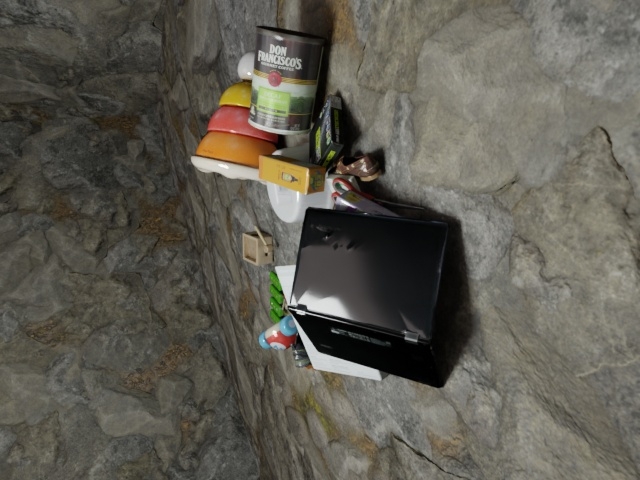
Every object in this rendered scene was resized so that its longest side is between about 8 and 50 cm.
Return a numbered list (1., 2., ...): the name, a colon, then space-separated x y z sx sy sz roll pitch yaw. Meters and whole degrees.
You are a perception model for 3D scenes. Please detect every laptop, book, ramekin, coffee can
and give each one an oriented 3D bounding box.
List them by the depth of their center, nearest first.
1. laptop: 0.139 0.152 1.145 0.383 0.236 0.407 9 144 29
2. book: 0.084 -0.126 1.254 0.096 0.035 0.144 13 141 45
3. coffee can: -0.106 -0.483 1.320 0.201 0.202 0.275 44 132 46
4. ramekin: -0.076 -0.189 1.480 0.277 0.135 0.276 33 130 52

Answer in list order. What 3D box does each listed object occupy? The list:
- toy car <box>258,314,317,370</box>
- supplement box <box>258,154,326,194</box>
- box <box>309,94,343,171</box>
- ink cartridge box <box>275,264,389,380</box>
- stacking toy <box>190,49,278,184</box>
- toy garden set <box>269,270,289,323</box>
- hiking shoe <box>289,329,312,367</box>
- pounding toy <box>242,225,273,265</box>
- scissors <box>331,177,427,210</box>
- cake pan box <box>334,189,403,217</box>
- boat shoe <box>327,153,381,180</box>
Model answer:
1. toy car: -0.080 0.405 1.688 0.237 0.210 0.219 58 137 9
2. supplement box: -0.089 -0.201 1.299 0.234 0.080 0.077 26 117 44
3. box: 0.013 -0.303 1.303 0.184 0.045 0.190 132 144 -54
4. ink cartridge box: 0.038 0.234 1.354 0.308 0.091 0.384 -8 105 49
5. stacking toy: -0.272 -0.466 1.634 0.351 0.351 0.478 23 103 56
6. toy garden set: -0.162 0.283 1.923 0.204 0.049 0.244 39 133 51
7. hiking shoe: -0.031 0.350 1.551 0.086 0.227 0.114 -11 105 27
8. pounding toy: -0.255 0.015 1.942 0.206 0.094 0.180 18 113 47
9. scissors: 0.149 -0.096 1.168 0.297 0.021 0.108 22 144 29
10. cake pan box: 0.135 0.029 1.179 0.246 0.070 0.266 34 134 26
11. boat shoe: 0.086 -0.209 1.231 0.207 0.073 0.073 2 136 53
